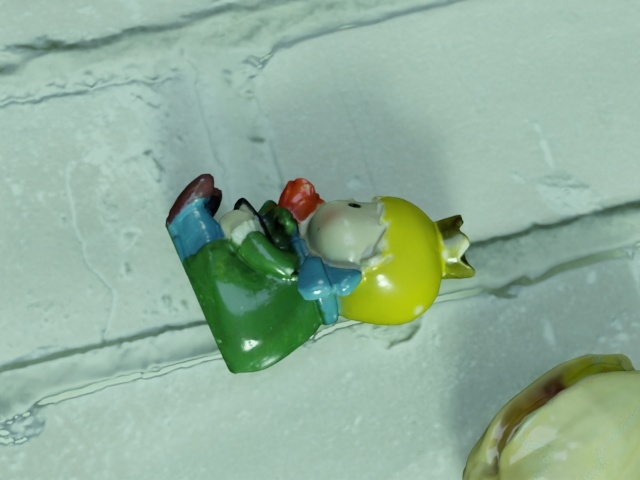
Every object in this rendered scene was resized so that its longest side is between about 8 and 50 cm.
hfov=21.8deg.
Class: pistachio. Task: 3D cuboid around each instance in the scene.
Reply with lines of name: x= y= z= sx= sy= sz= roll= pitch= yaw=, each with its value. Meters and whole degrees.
pistachio: x=0.201 y=0.180 z=1.356 sx=0.200 sy=0.117 sz=0.145 roll=-42 pitch=115 yaw=-22

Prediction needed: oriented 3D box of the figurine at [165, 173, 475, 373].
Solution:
figurine: x=0.001 y=0.001 z=1.411 sx=0.234 sy=0.127 sz=0.185 roll=-26 pitch=65 yaw=0
